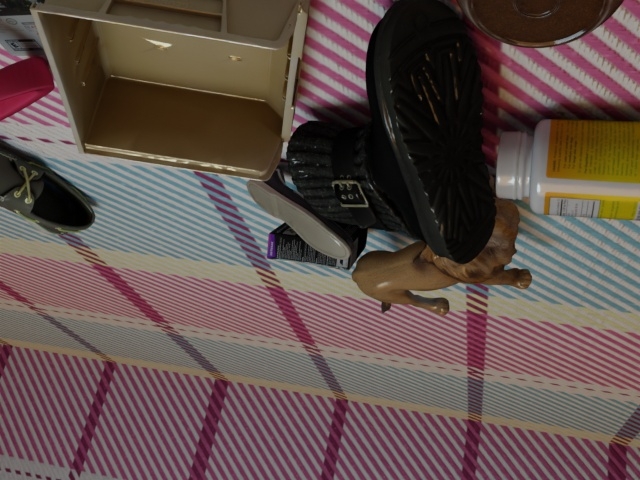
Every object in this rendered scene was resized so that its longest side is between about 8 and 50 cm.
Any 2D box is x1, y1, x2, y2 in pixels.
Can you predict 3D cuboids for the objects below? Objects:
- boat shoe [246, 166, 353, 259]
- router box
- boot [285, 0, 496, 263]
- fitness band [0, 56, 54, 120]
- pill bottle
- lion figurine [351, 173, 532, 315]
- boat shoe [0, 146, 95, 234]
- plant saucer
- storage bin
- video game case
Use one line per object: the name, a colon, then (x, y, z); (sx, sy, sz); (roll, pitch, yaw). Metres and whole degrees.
boat shoe: (-0.020, -0.048, 1.116); (0.206, 0.065, 0.075); (35, 151, 26)
router box: (0.000, 0.000, 1.218); (0.133, 0.046, 0.179); (8, -167, 11)
boot: (0.062, -0.133, 0.912); (0.260, 0.131, 0.348); (25, 143, 43)
fitness band: (-0.490, -0.181, 1.013); (0.291, 0.209, 0.054); (-11, 107, 41)
pill bottle: (0.324, -0.086, 0.894); (0.215, 0.117, 0.117); (5, 155, 17)
lion figurine: (0.164, 0.037, 1.164); (0.240, 0.142, 0.392); (11, 148, -41)
boat shoe: (-0.523, -0.092, 1.319); (0.091, 0.109, 0.305); (1, 160, 23)
plant saucer: (0.210, -0.240, 0.721); (0.168, 0.029, 0.168); (10, 157, 5)
storage bin: (-0.154, -0.197, 0.851); (0.260, 0.123, 0.262); (9, 154, -3)
video game case: (-0.350, -0.288, 0.901); (0.190, 0.022, 0.173); (4, 155, 20)
